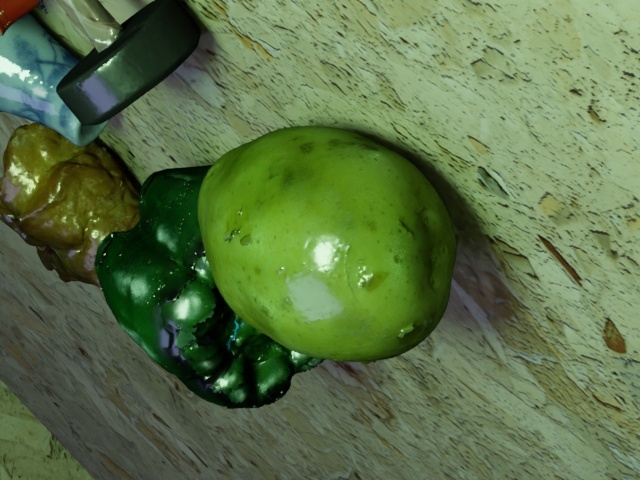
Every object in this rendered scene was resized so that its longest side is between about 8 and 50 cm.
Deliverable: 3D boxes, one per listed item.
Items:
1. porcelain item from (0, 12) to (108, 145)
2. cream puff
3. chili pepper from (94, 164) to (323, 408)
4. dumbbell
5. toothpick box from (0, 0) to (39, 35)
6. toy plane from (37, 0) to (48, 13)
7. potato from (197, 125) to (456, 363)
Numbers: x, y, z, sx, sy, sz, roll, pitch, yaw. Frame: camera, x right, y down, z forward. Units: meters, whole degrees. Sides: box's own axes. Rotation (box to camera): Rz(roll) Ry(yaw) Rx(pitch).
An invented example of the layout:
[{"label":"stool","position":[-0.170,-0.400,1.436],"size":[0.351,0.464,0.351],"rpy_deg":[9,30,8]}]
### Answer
[{"label":"porcelain item","position":[-0.364,-0.207,1.928],"size":[0.259,0.141,0.141],"rpy_deg":[31,156,11]},{"label":"cream puff","position":[-0.313,-0.043,2.108],"size":[0.241,0.155,0.269],"rpy_deg":[18,156,51]},{"label":"chili pepper","position":[-0.121,0.045,1.820],"size":[0.257,0.233,0.248],"rpy_deg":[25,147,54]},{"label":"dumbbell","position":[-0.238,-0.238,1.614],"size":[0.218,0.152,0.152],"rpy_deg":[51,158,-15]},{"label":"toothpick box","position":[-0.331,-0.267,1.819],"size":[0.047,0.083,0.047],"rpy_deg":[49,166,17]},{"label":"toy plane","position":[-0.304,-0.300,1.763],"size":[0.120,0.049,0.031],"rpy_deg":[61,159,6]},{"label":"potato","position":[0.003,0.001,1.547],"size":[0.216,0.216,0.304],"rpy_deg":[55,166,-23]}]
